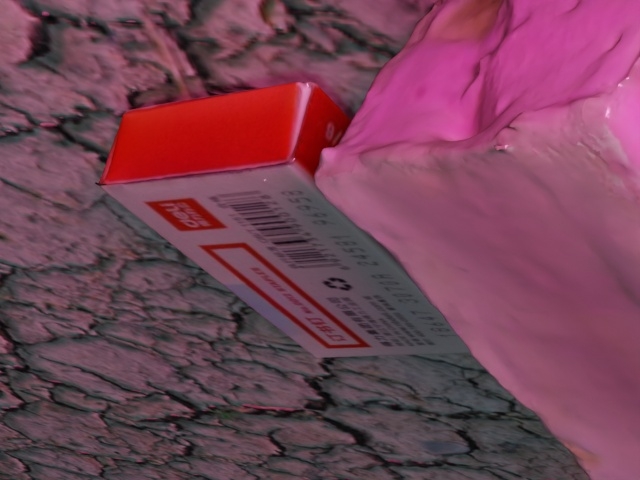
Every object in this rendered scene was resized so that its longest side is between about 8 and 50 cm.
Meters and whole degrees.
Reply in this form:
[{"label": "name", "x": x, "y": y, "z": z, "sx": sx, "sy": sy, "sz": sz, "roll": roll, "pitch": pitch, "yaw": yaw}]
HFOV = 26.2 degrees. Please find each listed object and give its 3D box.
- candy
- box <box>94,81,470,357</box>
[{"label": "candy", "x": 0.141, "y": 0.010, "z": 0.549, "sx": 0.265, "sy": 0.116, "sz": 0.155, "roll": 47, "pitch": 151, "yaw": -25}, {"label": "box", "x": 0.000, "y": 0.001, "z": 0.740, "sx": 0.123, "sy": 0.050, "sz": 0.229, "roll": -4, "pitch": 150, "yaw": 34}]
